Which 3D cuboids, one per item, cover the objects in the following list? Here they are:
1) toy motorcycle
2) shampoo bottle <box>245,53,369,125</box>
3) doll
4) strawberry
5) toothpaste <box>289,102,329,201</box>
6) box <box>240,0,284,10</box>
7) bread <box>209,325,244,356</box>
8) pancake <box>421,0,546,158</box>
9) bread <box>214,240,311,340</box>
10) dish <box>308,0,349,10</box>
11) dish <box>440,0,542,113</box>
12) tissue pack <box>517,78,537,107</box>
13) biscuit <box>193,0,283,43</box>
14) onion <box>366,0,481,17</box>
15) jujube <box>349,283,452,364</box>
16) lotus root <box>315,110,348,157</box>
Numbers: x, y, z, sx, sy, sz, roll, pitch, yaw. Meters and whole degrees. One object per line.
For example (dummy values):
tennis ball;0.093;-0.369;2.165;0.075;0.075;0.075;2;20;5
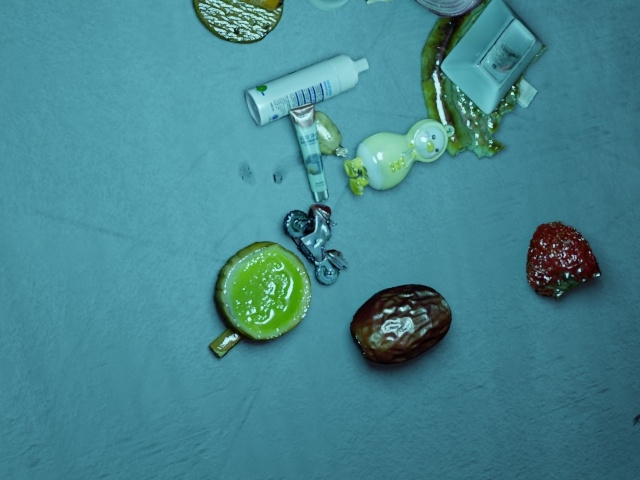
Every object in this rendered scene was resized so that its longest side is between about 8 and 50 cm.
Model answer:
toy motorcycle;0.000;0.000;1.914;0.122;0.082;0.213;-38;115;-13
shampoo bottle;-0.022;-0.364;1.872;0.303;0.092;0.092;-25;101;-14
doll;0.196;-0.211;1.924;0.296;0.117;0.141;-25;113;-6
strawberry;0.614;0.044;2.067;0.184;0.187;0.201;-18;71;3
toothpaste;-0.021;-0.206;1.879;0.062;0.039;0.239;-17;115;-9
box;-0.218;-0.667;1.736;0.341;0.143;0.224;13;84;-13
bread;-0.217;0.235;1.879;0.083;0.036;0.047;-43;105;-14
pancake;0.392;-0.417;2.002;0.305;0.067;0.426;24;86;-11
bread;-0.131;0.117;1.865;0.236;0.070;0.236;1;87;-22
dish;0.027;-0.619;1.878;0.141;0.078;0.141;-1;94;-17
dish;0.437;-0.456;1.951;0.182;0.080;0.243;40;82;-18
tissue pack;0.509;-0.399;2.074;0.108;0.023;0.056;34;83;-16
biscuit;-0.189;-0.554;1.835;0.212;0.036;0.212;-1;93;-15
onion;0.298;-0.663;1.888;0.231;0.272;0.256;19;82;-29
jujube;0.192;0.199;1.930;0.243;0.183;0.183;-23;100;-15
lotus root;0.011;-0.252;1.906;0.152;0.063;0.072;47;70;-11
